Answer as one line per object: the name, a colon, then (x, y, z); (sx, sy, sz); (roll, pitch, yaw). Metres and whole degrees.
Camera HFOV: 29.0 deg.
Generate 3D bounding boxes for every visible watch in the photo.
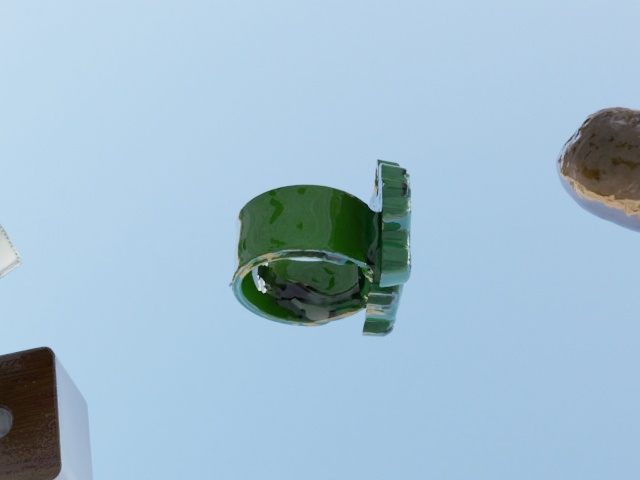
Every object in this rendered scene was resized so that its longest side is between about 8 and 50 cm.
watch: (0.000, 0.000, 1.061); (0.152, 0.165, 0.131); (3, -121, 2)

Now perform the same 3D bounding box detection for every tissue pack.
tissue pack: (-0.388, 0.237, 1.365); (0.246, 0.136, 0.159); (-12, -121, 1)

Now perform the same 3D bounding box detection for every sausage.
sausage: (0.460, -0.031, 1.140); (0.500, 0.136, 0.123); (14, -117, 28)

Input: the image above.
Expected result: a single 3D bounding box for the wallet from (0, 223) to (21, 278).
wallet: (-0.379, -0.020, 1.258); (0.039, 0.155, 0.110); (-24, -169, 29)
